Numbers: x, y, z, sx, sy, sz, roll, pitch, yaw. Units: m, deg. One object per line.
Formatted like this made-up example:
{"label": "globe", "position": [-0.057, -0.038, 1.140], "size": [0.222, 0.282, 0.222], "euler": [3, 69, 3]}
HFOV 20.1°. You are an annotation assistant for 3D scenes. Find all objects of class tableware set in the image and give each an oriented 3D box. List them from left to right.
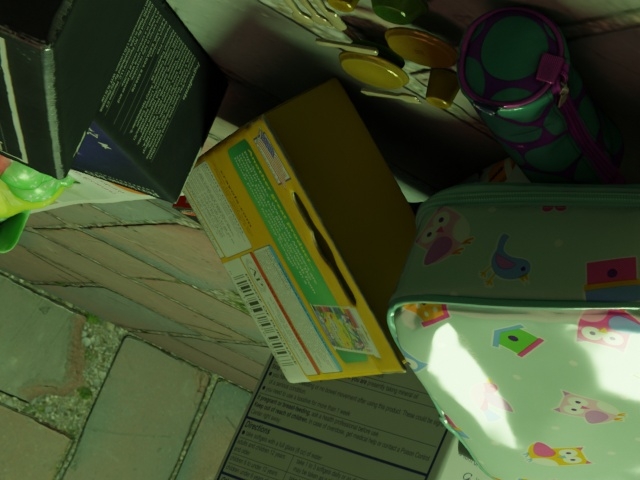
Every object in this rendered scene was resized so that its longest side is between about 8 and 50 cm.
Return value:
{"label": "tableware set", "position": [0.045, -0.124, 1.112], "size": [0.104, 0.024, 0.154], "euler": [13, 164, 30]}

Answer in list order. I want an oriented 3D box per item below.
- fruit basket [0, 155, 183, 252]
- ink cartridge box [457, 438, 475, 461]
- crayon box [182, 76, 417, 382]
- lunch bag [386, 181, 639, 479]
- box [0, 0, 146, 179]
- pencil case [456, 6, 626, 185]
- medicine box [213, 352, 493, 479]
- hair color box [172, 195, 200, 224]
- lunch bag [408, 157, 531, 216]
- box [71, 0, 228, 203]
{"label": "fruit basket", "position": [-0.318, -0.093, 1.585], "size": [0.327, 0.165, 0.353], "euler": [30, 167, -32]}
{"label": "ink cartridge box", "position": [0.254, 0.154, 1.495], "size": [0.206, 0.208, 0.045], "euler": [26, 133, 31]}
{"label": "crayon box", "position": [0.000, 0.000, 1.360], "size": [0.203, 0.083, 0.323], "euler": [61, 165, -3]}
{"label": "lunch bag", "position": [0.185, 0.074, 1.131], "size": [0.224, 0.108, 0.279], "euler": [-2, 146, 27]}
{"label": "box", "position": [-0.231, -0.192, 0.925], "size": [0.294, 0.182, 0.296], "euler": [25, 169, -3]}
{"label": "pencil case", "position": [0.131, -0.075, 1.053], "size": [0.070, 0.064, 0.152], "euler": [32, 175, 31]}
{"label": "medicine box", "position": [0.074, 0.182, 1.767], "size": [0.263, 0.289, 0.149], "euler": [12, 162, 43]}
{"label": "hair color box", "position": [-0.069, -0.018, 1.758], "size": [0.072, 0.043, 0.141], "euler": [10, 163, 47]}
{"label": "lunch bag", "position": [0.177, 0.037, 1.366], "size": [0.243, 0.115, 0.303], "euler": [27, 167, -7]}
{"label": "box", "position": [-0.179, -0.126, 1.319], "size": [0.153, 0.108, 0.207], "euler": [18, 167, 21]}
